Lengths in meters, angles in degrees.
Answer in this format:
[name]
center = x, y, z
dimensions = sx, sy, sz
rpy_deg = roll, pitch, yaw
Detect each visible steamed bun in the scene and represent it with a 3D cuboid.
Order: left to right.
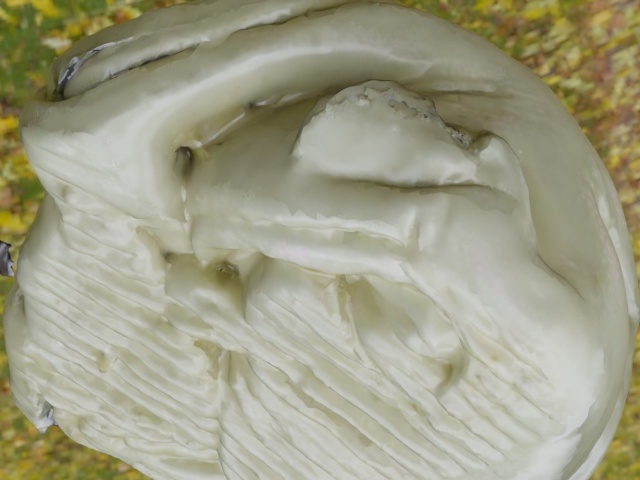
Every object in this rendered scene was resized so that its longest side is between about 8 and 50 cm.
[steamed bun]
center = 0.000, 0.000, 0.677
dimensions = 0.394, 0.237, 0.347
rpy_deg = -5, 126, 39
